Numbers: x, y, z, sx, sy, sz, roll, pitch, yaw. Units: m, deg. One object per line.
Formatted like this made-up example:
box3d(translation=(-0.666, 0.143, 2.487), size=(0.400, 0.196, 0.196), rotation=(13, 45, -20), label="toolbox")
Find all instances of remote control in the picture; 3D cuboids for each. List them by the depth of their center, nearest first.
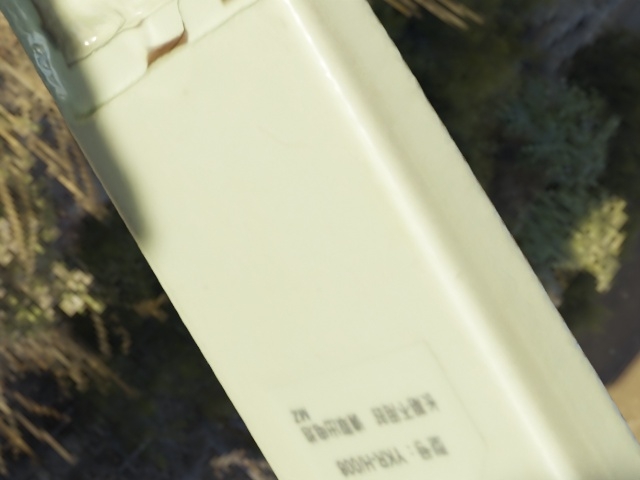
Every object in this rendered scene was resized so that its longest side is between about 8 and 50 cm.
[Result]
box3d(translation=(0.000, 0.000, 0.432), size=(0.038, 0.285, 0.123), rotation=(-35, -175, -38), label="remote control")
